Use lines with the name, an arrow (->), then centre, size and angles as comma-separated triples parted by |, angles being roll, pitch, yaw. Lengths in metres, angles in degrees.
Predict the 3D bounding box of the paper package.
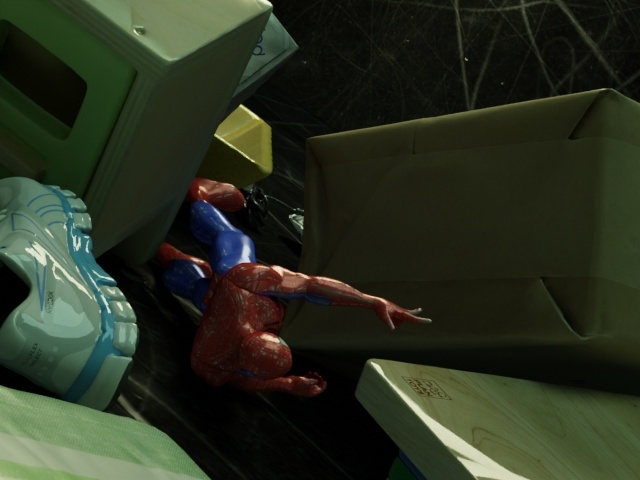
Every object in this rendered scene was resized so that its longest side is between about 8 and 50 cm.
paper package -> 0.186, 0.030, 1.263 | 0.324, 0.168, 0.309 | 18, -17, -42

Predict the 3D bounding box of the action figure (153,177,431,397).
action figure -> -0.026, 0.042, 1.115 | 0.139, 0.091, 0.280 | 20, 12, -14

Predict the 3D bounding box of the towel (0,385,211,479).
towel -> -0.036, 0.158, 0.643 | 0.325, 0.038, 0.248 | 38, 7, 32

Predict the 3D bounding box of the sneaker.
sneaker -> -0.158, 0.012, 0.871 | 0.083, 0.071, 0.191 | 23, 14, -34

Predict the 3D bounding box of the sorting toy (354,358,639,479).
sorting toy -> 0.170, 0.181, 0.973 | 0.255, 0.089, 0.257 | 10, 20, -32

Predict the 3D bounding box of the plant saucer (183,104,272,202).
plant saucer -> -0.202, -0.148, 1.566 | 0.332, 0.081, 0.333 | 35, 8, -8

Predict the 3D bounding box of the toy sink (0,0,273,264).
toy sink -> -0.161, -0.082, 1.079 | 0.153, 0.234, 0.131 | 38, 38, 10

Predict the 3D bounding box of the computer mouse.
computer mouse -> 0.000, 0.000, 1.682 | 0.193, 0.042, 0.106 | 27, 6, -18

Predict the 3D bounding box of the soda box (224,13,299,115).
soda box -> -0.113, -0.118, 1.260 | 0.098, 0.091, 0.286 | 53, -19, -4
